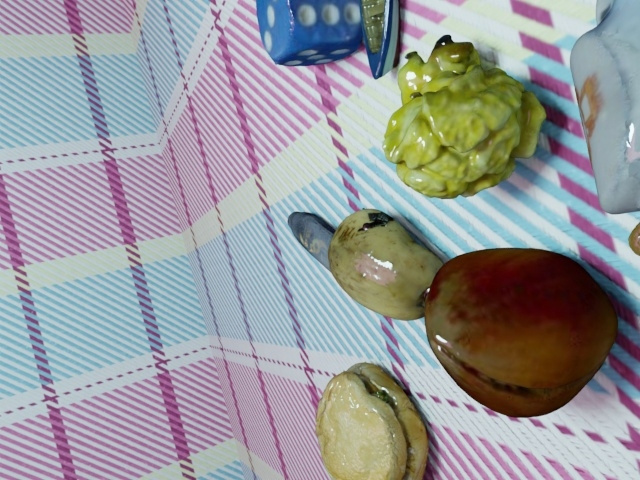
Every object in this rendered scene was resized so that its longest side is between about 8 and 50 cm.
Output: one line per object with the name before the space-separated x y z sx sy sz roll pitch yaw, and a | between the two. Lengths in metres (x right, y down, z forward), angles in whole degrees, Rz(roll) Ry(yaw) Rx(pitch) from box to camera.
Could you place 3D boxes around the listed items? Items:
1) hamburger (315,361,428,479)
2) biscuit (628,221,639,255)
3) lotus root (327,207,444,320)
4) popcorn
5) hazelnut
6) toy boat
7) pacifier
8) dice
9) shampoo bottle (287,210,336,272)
hamburger | 0.101 0.378 0.921 0.243 0.146 0.286 -43 57 52
biscuit | 0.362 0.044 0.393 0.205 0.031 0.138 64 144 26
lotus root | 0.098 0.035 0.768 0.257 0.140 0.154 33 137 45
popcorn | 0.149 -0.138 0.571 0.173 0.168 0.195 51 -171 -46
hazelnut | 0.202 0.100 0.534 0.208 0.208 0.208 35 132 51
toy boat | 0.088 -0.356 0.705 0.080 0.046 0.228 16 116 58
pacifier | 0.294 -0.107 0.321 0.207 0.227 0.279 -9 73 20
dice | -0.017 -0.374 0.790 0.146 0.143 0.146 10 112 64
shampoo bottle | 0.000 0.000 1.027 0.234 0.049 0.087 40 134 48
